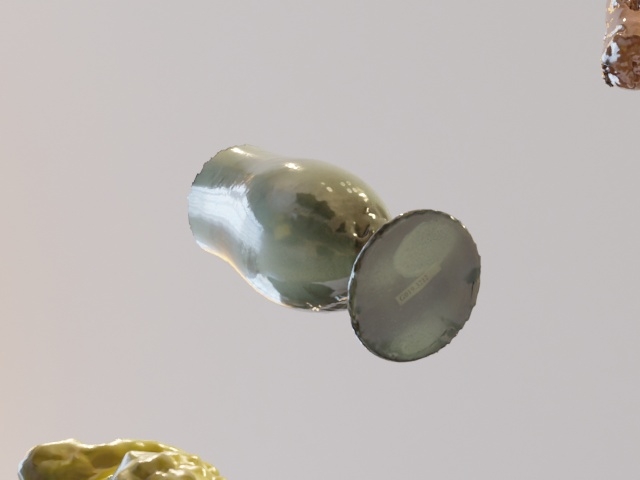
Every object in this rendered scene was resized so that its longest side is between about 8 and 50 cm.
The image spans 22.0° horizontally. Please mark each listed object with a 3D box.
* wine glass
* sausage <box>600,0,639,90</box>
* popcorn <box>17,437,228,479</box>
[{"bbox_3d":[0.000,0.000,0.971,0.202,0.093,0.093,25,-55,53],"label":"wine glass"},{"bbox_3d":[0.169,-0.136,0.876,0.036,0.158,0.042,27,-45,-16],"label":"sausage"},{"bbox_3d":[-0.116,0.225,0.996,0.169,0.189,0.218,33,-74,-30],"label":"popcorn"}]
